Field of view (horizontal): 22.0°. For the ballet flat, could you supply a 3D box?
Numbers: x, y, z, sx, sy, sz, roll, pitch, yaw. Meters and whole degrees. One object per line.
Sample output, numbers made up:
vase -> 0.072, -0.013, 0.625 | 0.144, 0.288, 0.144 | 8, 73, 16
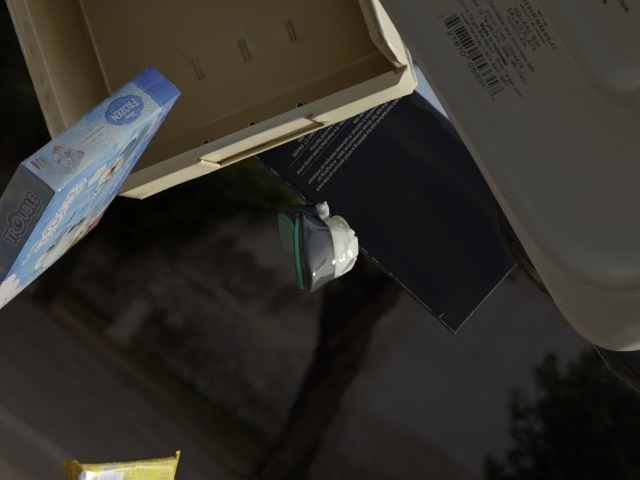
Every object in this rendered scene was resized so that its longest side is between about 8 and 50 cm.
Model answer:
ballet flat -> 0.000, 0.000, 1.613 | 0.074, 0.074, 0.203 | 38, 5, -13

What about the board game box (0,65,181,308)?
board game box -> -0.103, -0.017, 0.656 | 0.020, 0.090, 0.090 | 41, -48, 3

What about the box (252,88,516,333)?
box -> 0.096, -0.060, 1.950 | 0.312, 0.179, 0.343 | 43, 1, 2

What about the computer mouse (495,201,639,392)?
computer mouse -> 0.231, 0.023, 0.910 | 0.262, 0.184, 0.060 | 50, 7, -22

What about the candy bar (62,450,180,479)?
candy bar -> -0.145, 0.179, 1.224 | 0.018, 0.040, 0.161 | 10, 0, 26

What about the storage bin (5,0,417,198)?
storage bin -> -0.091, -0.195, 1.238 | 0.123, 0.262, 0.260 | 8, 62, -74

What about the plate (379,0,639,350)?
plate -> 0.110, -0.090, 0.521 | 0.278, 0.045, 0.277 | -20, -75, 53
